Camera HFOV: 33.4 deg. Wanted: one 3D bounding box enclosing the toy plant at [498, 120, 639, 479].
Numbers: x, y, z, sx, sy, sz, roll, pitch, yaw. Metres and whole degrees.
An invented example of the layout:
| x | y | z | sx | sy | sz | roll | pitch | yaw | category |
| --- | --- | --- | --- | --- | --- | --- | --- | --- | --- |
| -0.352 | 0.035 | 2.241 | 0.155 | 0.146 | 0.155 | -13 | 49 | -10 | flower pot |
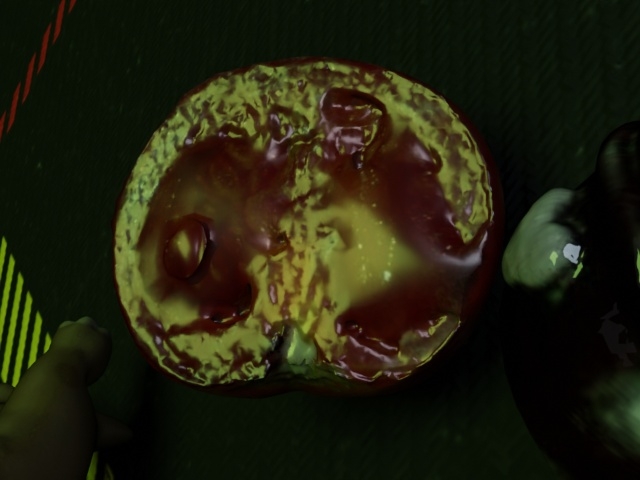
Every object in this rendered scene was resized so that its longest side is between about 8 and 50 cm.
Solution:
| x | y | z | sx | sy | sz | roll | pitch | yaw | category |
| --- | --- | --- | --- | --- | --- | --- | --- | --- | --- |
| 0.191 | 0.004 | 0.389 | 0.235 | 0.175 | 0.218 | -33 | 19 | 32 | toy plant |

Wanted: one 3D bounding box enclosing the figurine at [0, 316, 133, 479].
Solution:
| x | y | z | sx | sy | sz | roll | pitch | yaw | category |
| --- | --- | --- | --- | --- | --- | --- | --- | --- | --- |
| -0.210 | 0.214 | 0.800 | 0.177 | 0.173 | 0.247 | -41 | 14 | 26 | figurine |

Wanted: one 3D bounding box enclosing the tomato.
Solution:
| x | y | z | sx | sy | sz | roll | pitch | yaw | category |
| --- | --- | --- | --- | --- | --- | --- | --- | --- | --- |
| 0.000 | 0.000 | 0.656 | 0.233 | 0.139 | 0.200 | 1 | 78 | 16 | tomato |
